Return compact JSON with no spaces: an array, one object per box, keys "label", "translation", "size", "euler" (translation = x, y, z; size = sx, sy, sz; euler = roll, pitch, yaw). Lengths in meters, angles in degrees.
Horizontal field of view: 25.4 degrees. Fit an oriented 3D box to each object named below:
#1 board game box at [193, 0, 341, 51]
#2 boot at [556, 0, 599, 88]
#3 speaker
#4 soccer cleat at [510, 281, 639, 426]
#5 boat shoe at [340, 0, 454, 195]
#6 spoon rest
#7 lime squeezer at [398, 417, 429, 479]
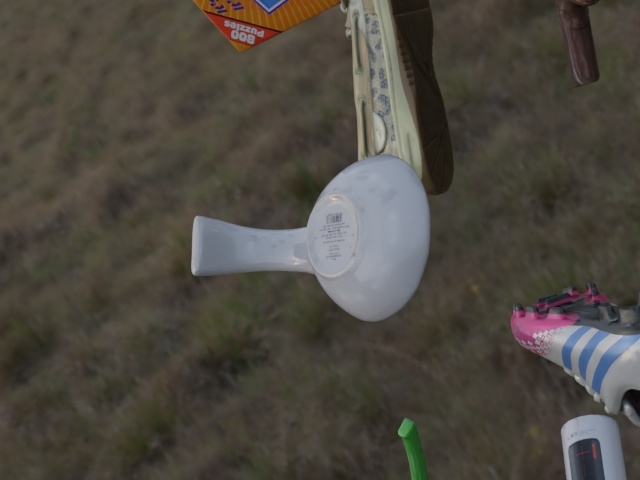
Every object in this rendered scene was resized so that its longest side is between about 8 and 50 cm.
[{"label":"board game box","translation":[-0.040,-0.534,1.793],"size":[0.356,0.356,0.356],"euler":[-22,36,35]},{"label":"boot","translation":[0.226,-0.176,1.214],"size":[0.037,0.114,0.106],"euler":[-11,27,2]},{"label":"speaker","translation":[0.251,0.227,1.278],"size":[0.055,0.055,0.136],"euler":[-24,47,29]},{"label":"soccer cleat","translation":[0.299,0.126,1.505],"size":[0.116,0.143,0.331],"euler":[-17,4,-15]},{"label":"boat shoe","translation":[0.058,-0.178,1.385],"size":[0.089,0.285,0.104],"euler":[-13,-9,28]},{"label":"spoon rest","translation":[0.000,0.000,1.213],"size":[0.084,0.137,0.276],"euler":[6,-6,-40]},{"label":"lime squeezer","translation":[0.144,0.282,1.485],"size":[0.059,0.310,0.110],"euler":[5,70,41]}]
